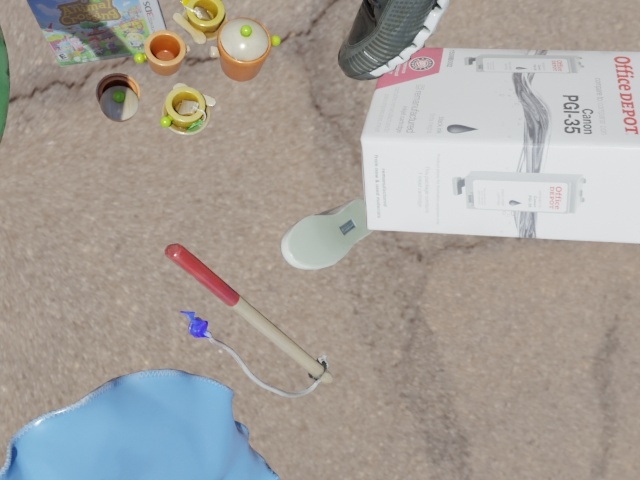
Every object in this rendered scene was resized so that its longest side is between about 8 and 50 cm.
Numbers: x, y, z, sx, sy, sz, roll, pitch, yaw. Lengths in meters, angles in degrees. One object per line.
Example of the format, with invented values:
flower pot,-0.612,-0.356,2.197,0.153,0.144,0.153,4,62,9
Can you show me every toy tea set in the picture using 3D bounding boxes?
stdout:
toy tea set,-0.233,-0.309,1.463,0.200,0.124,0.336,39,69,4

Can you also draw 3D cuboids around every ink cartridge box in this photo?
ink cartridge box,0.197,-0.107,0.879,0.283,0.207,0.117,3,129,12

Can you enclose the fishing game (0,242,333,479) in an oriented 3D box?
fishing game,-0.087,0.143,0.361,0.189,0.041,0.264,45,65,-46

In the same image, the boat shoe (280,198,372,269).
boat shoe,0.000,-0.001,1.274,0.227,0.081,0.079,-28,91,-53

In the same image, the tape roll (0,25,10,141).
tape roll,-0.452,-0.147,0.780,0.321,0.077,0.321,0,91,12

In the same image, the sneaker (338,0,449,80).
sneaker,0.072,-0.232,0.705,0.106,0.234,0.078,18,47,-33

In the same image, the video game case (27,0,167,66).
video game case,-0.385,-0.387,1.489,0.212,0.193,0.023,-8,64,-2
